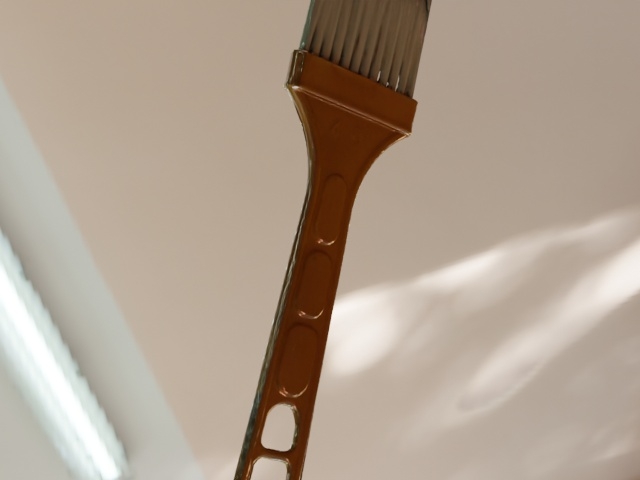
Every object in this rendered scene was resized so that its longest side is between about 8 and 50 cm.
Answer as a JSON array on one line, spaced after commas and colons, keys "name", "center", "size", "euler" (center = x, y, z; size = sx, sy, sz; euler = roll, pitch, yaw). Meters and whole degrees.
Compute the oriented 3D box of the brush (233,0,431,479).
[{"name": "brush", "center": [0.000, 0.000, 0.700], "size": [0.017, 0.090, 0.314], "euler": [2, 77, 53]}]
